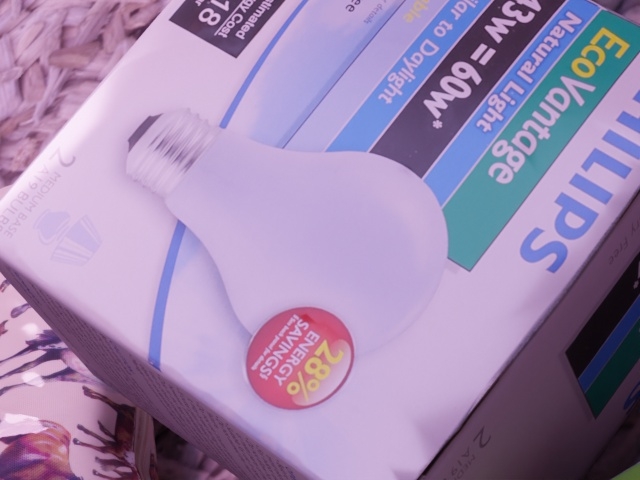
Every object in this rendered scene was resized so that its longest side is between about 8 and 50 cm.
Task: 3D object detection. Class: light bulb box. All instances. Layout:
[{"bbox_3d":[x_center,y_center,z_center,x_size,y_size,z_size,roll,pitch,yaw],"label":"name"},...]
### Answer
[{"bbox_3d":[0.039,-0.002,1.220,0.361,0.225,0.358,31,76,29],"label":"light bulb box"}]

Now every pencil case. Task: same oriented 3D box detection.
[{"bbox_3d":[-0.199,0.121,1.442,0.183,0.160,0.410,-25,42,14],"label":"pencil case"}]

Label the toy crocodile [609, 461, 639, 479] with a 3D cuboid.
[{"bbox_3d":[0.113,0.250,1.095,0.340,0.115,0.105,-47,38,-6],"label":"toy crocodile"}]
